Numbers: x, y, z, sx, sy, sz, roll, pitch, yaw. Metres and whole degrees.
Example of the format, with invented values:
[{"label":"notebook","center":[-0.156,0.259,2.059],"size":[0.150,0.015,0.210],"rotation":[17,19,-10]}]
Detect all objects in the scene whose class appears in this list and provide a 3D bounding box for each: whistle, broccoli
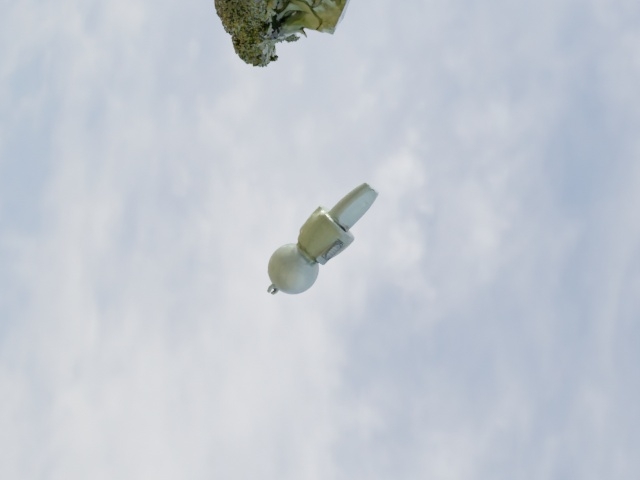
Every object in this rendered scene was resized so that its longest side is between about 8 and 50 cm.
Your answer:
[{"label":"whistle","center":[0.000,0.000,0.992],"size":[0.100,0.035,0.035],"rotation":[-46,-141,10]},{"label":"broccoli","center":[-0.041,-0.240,1.400],"size":[0.162,0.138,0.146],"rotation":[112,4,-61]}]
